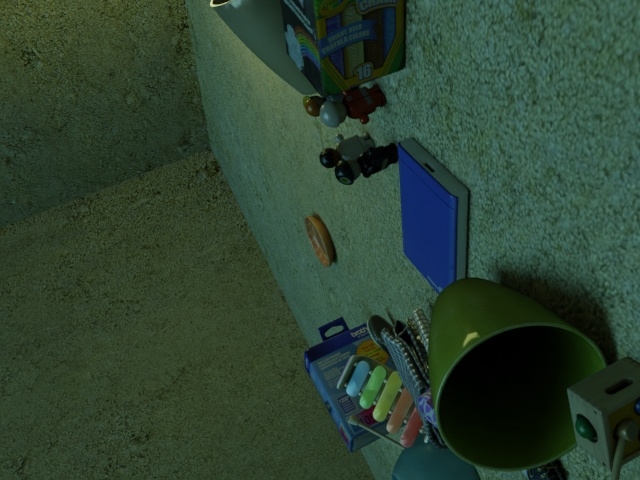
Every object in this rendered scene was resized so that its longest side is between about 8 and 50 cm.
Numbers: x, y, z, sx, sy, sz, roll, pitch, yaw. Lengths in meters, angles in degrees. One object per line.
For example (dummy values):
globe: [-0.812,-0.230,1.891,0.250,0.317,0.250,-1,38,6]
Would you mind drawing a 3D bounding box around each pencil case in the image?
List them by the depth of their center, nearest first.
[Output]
pencil case: [0.299,0.306,1.393,0.086,0.206,0.088,46,157,22]

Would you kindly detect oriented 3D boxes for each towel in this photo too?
towel: [0.260,0.345,1.639,0.235,0.121,0.283,-111,-2,-53]

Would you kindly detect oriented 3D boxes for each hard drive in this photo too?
hard drive: [0.235,-0.033,1.404,0.210,0.040,0.318,54,162,43]

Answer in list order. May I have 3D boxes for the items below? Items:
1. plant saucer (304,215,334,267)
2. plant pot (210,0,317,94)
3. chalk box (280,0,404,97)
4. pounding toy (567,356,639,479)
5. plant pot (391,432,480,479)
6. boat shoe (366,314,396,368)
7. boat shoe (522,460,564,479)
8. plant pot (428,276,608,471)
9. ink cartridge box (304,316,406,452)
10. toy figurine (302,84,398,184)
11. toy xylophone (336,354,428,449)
plant saucer: [0.000,0.000,2.398,0.200,0.037,0.200,61,167,25]
plant pot: [-0.058,-0.466,1.453,0.274,0.256,0.256,56,174,-30]
chalk box: [0.035,-0.444,1.199,0.289,0.179,0.180,84,159,-50]
pounding toy: [0.425,0.268,0.947,0.100,0.141,0.130,37,148,64]
plant pot: [0.327,0.710,1.971,0.290,0.195,0.290,60,165,28]
boat shoe: [0.221,0.307,1.977,0.223,0.080,0.073,56,158,21]
boat shoe: [0.450,0.448,1.342,0.083,0.065,0.183,48,164,50]
plant pot: [0.296,0.190,1.146,0.293,0.275,0.275,-104,-4,-67]
ink cartridge box: [0.120,0.442,2.163,0.395,0.270,0.151,58,162,33]
toy figurine: [0.059,-0.246,1.501,0.209,0.148,0.213,41,152,61]
toy xylophone: [0.198,0.476,1.920,0.323,0.236,0.081,19,-173,22]
